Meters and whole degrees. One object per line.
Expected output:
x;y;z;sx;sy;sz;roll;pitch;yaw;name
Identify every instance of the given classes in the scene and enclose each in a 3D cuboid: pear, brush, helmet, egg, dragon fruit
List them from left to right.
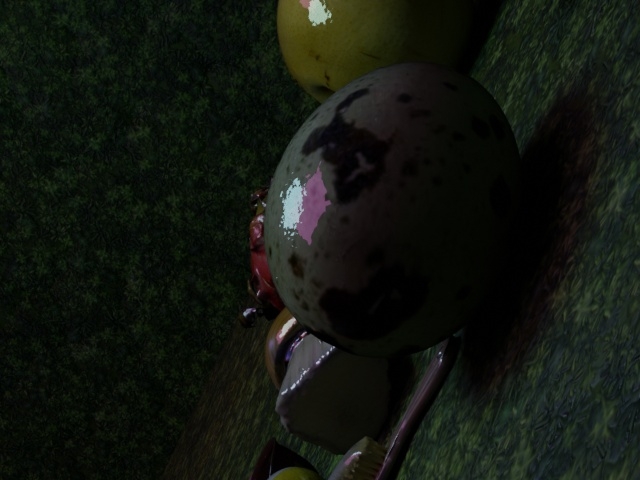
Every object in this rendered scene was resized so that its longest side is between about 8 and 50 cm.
-0.050;0.378;1.855;0.175;0.106;0.155;-75;9;-48;helmet
0.000;0.000;2.134;0.291;0.250;0.269;-92;7;-58;dragon fruit
0.047;0.139;1.760;0.266;0.174;0.166;-49;24;9;brush
0.090;-0.373;2.207;0.348;0.348;0.348;-157;90;-82;pear
0.075;0.241;1.592;0.313;0.067;0.072;-63;8;16;brush
0.089;-0.040;1.493;0.379;0.288;0.287;-56;-1;-40;egg

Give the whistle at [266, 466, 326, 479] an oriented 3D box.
-0.064;0.377;1.731;0.223;0.123;0.123;-33;4;-8;whistle
